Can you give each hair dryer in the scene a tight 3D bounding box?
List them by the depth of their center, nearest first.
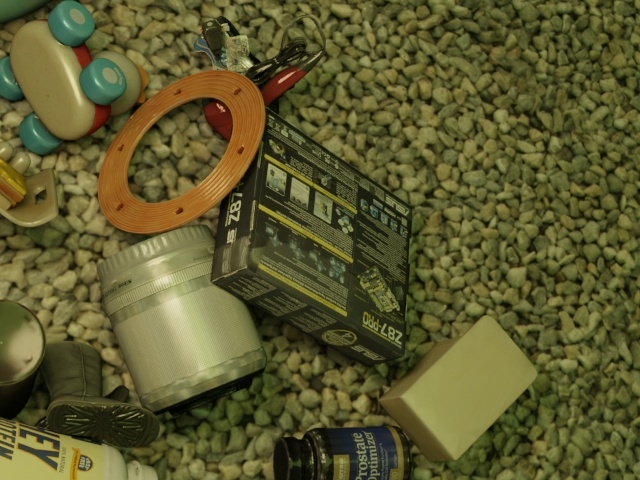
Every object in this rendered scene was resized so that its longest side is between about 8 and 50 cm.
[{"bbox_3d":[-0.102,-0.254,2.034,0.224,0.080,0.293,1,117,6],"label":"hair dryer"}]

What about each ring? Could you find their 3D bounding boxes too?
[{"bbox_3d":[-0.232,-0.148,1.911,0.032,0.337,0.336,47,59,-44],"label":"ring"}]

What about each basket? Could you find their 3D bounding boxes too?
[{"bbox_3d":[-0.501,0.172,1.739,0.154,0.227,0.204,-5,78,-23],"label":"basket"}]

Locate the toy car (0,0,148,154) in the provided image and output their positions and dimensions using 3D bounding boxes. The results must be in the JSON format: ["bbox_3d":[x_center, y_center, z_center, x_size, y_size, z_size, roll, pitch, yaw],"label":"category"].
[{"bbox_3d":[-0.395,-0.287,1.951,0.238,0.219,0.210,-25,85,-55],"label":"toy car"}]

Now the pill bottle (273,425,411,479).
[{"bbox_3d":[0.036,0.383,1.954,0.219,0.123,0.122,1,76,-20],"label":"pill bottle"}]

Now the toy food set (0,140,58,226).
[{"bbox_3d":[-0.535,-0.165,1.776,0.092,0.219,0.306,-44,117,6],"label":"toy food set"}]

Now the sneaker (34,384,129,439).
[{"bbox_3d":[-0.397,0.280,1.848,0.089,0.051,0.170,46,68,-10],"label":"sneaker"}]

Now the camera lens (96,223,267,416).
[{"bbox_3d":[-0.226,0.136,1.862,0.219,0.219,0.274,-19,84,-25],"label":"camera lens"}]

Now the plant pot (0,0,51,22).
[{"bbox_3d":[-0.539,-0.502,1.881,0.293,0.293,0.235,46,78,-5],"label":"plant pot"}]

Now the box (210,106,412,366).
[{"bbox_3d":[0.000,0.000,1.949,0.395,0.097,0.318,31,49,-38],"label":"box"}]

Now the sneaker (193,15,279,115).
[{"bbox_3d":[-0.151,-0.310,2.103,0.081,0.080,0.211,-33,101,13],"label":"sneaker"}]

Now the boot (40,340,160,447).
[{"bbox_3d":[-0.354,0.239,1.799,0.190,0.208,0.076,18,102,-18],"label":"boot"}]

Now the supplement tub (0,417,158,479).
[{"bbox_3d":[-0.430,0.399,1.698,0.325,0.235,0.235,18,70,-20],"label":"supplement tub"}]

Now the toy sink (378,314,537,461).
[{"bbox_3d":[0.249,0.268,2.068,0.234,0.131,0.153,-42,94,-21],"label":"toy sink"}]
